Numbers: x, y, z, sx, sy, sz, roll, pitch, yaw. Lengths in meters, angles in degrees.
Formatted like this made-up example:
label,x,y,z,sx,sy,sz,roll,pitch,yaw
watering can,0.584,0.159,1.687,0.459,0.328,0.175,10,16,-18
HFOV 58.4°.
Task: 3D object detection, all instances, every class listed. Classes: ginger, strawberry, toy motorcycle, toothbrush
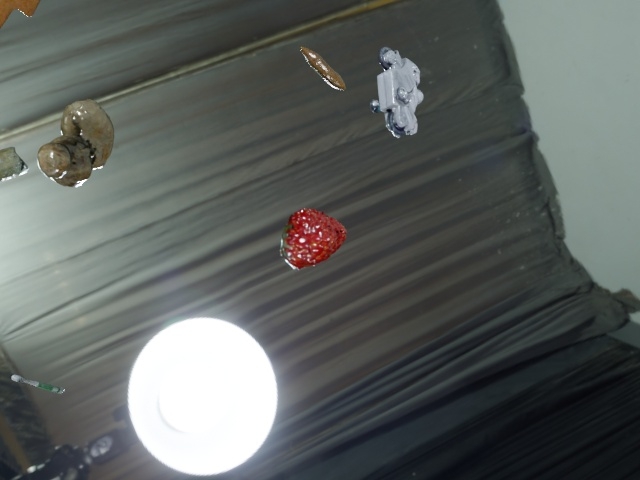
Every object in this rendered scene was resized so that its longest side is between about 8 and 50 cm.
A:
label,x,y,z,sx,sy,sz,roll,pitch,yaw
ginger,-0.767,-0.281,1.793,0.244,0.155,0.304,108,179,-52
strawberry,0.000,0.000,1.724,0.111,0.237,0.190,25,116,50
toy motorcycle,0.235,-0.423,1.643,0.110,0.171,0.260,-16,78,48
toothbrush,-0.789,0.407,1.613,0.024,0.018,0.257,19,160,11

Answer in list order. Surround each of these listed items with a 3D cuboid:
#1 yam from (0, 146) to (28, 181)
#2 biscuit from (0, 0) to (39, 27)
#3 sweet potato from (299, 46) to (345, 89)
label,x,y,z,sx,sy,sz,roll,pitch,yaw
yam,-0.977,-0.191,1.636,0.093,0.259,0.093,35,141,34
biscuit,-0.644,-0.575,1.162,0.043,0.306,0.284,51,156,48
sweet potato,0.008,-0.615,2.049,0.218,0.051,0.065,42,-167,-12
